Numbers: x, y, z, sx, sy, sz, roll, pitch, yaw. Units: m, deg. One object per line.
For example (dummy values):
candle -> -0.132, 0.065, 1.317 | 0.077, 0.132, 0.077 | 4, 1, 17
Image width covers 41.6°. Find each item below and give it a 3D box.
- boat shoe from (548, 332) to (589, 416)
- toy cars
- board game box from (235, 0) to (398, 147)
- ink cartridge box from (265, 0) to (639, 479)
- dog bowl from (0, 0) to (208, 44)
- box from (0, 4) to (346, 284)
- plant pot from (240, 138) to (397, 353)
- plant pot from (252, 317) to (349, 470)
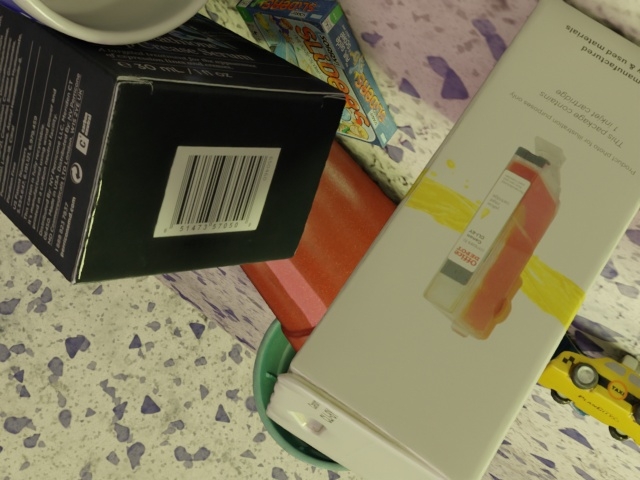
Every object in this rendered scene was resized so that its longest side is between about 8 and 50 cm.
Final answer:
boat shoe -> 0.358, 0.187, 1.259 | 0.183, 0.066, 0.066 | 56, 161, -23
toy cars -> 0.470, 0.215, 1.082 | 0.394, 0.087, 0.176 | 11, 148, 46
board game box -> -0.001, -0.201, 0.989 | 0.136, 0.035, 0.201 | 22, 157, 39
ink cartridge box -> 0.131, 0.028, 0.746 | 0.160, 0.384, 0.279 | 35, 162, 6
dog bowl -> -0.188, -0.305, 0.705 | 0.104, 0.265, 0.265 | 25, 159, 38
box -> -0.225, -0.148, 0.947 | 0.294, 0.212, 0.395 | -7, -147, -47
plant pot -> 0.000, 0.000, 1.169 | 0.265, 0.272, 0.272 | 52, 158, -16
plant pot -> 0.080, 0.294, 1.655 | 0.341, 0.341, 0.334 | 29, 169, 22
